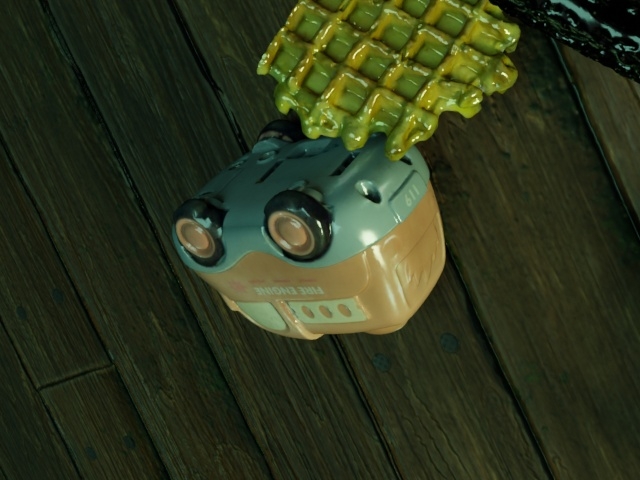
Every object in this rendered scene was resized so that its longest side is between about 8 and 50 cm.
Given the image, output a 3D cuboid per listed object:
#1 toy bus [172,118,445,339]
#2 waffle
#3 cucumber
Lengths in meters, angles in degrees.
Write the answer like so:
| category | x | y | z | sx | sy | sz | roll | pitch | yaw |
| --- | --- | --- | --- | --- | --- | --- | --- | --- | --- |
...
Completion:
| category | x | y | z | sx | sy | sz | roll | pitch | yaw |
| --- | --- | --- | --- | --- | --- | --- | --- | --- | --- |
| toy bus | 0.000 | 0.000 | 0.984 | 0.287 | 0.194 | 0.232 | -6 | 125 | 40 |
| waffle | 0.077 | -0.179 | 0.879 | 0.219 | 0.057 | 0.229 | 31 | 85 | 13 |
| cucumber | 0.197 | -0.222 | 0.811 | 0.300 | 0.072 | 0.072 | 30 | 122 | 6 |
